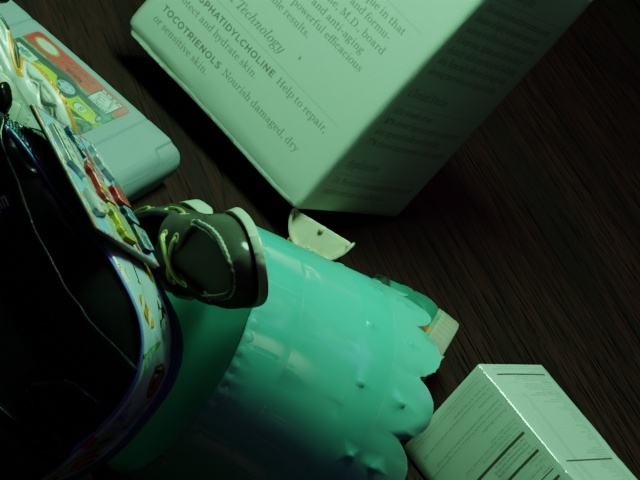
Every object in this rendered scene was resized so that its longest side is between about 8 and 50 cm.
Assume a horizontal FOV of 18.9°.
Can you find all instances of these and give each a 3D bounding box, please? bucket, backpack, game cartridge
[{"bbox_3d":[-0.051,0.127,1.648,0.183,0.281,0.281,30,24,-24],"label":"bucket"},{"bbox_3d":[-0.246,0.066,1.504,0.263,0.276,0.213,51,12,19],"label":"backpack"},{"bbox_3d":[-0.298,-0.151,2.058,0.294,0.060,0.196,41,27,3],"label":"game cartridge"}]

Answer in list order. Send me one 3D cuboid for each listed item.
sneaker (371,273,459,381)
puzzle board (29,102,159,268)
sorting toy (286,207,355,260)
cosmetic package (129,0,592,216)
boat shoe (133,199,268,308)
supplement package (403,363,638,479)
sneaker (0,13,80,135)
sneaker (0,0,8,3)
[{"bbox_3d":[0.064,0.113,2.064,0.121,0.108,0.302,39,14,1],"label":"sneaker"},{"bbox_3d":[-0.171,-0.043,1.474,0.128,0.011,0.096,59,9,28],"label":"puzzle board"},{"bbox_3d":[0.000,0.000,2.252,0.083,0.045,0.075,31,8,9],"label":"sorting toy"},{"bbox_3d":[0.056,-0.279,2.349,0.327,0.393,0.329,47,15,18],"label":"cosmetic package"},{"bbox_3d":[-0.102,0.013,1.533,0.069,0.081,0.228,-8,9,-19],"label":"boat shoe"},{"bbox_3d":[0.229,0.260,1.991,0.139,0.134,0.244,6,39,-53],"label":"supplement package"},{"bbox_3d":[-0.353,-0.165,1.911,0.262,0.121,0.099,51,-14,19],"label":"sneaker"},{"bbox_3d":[-0.370,-0.326,2.124,0.101,0.106,0.267,-1,14,-8],"label":"sneaker"}]
